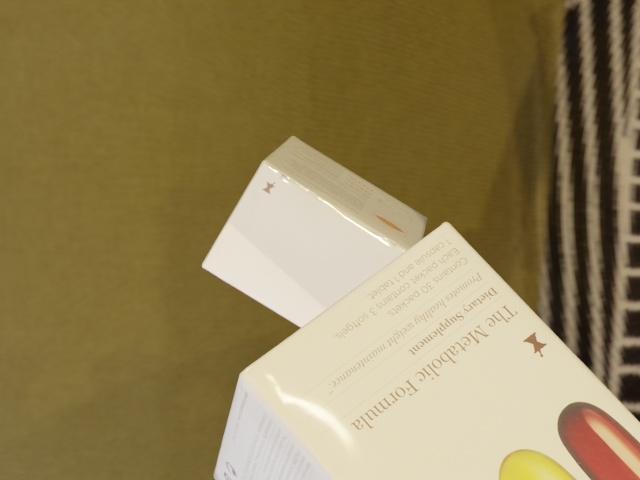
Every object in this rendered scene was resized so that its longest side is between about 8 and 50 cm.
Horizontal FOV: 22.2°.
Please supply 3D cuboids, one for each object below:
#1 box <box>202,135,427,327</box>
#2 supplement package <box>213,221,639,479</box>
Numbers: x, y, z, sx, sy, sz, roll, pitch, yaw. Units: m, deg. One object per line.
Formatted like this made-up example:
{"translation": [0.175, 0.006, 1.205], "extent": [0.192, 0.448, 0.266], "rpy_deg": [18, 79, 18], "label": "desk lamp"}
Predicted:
{"translation": [0.000, 0.000, 1.220], "extent": [0.130, 0.170, 0.091], "rpy_deg": [32, 102, 1], "label": "box"}
{"translation": [0.082, 0.140, 0.775], "extent": [0.139, 0.134, 0.244], "rpy_deg": [-36, 72, -25], "label": "supplement package"}
